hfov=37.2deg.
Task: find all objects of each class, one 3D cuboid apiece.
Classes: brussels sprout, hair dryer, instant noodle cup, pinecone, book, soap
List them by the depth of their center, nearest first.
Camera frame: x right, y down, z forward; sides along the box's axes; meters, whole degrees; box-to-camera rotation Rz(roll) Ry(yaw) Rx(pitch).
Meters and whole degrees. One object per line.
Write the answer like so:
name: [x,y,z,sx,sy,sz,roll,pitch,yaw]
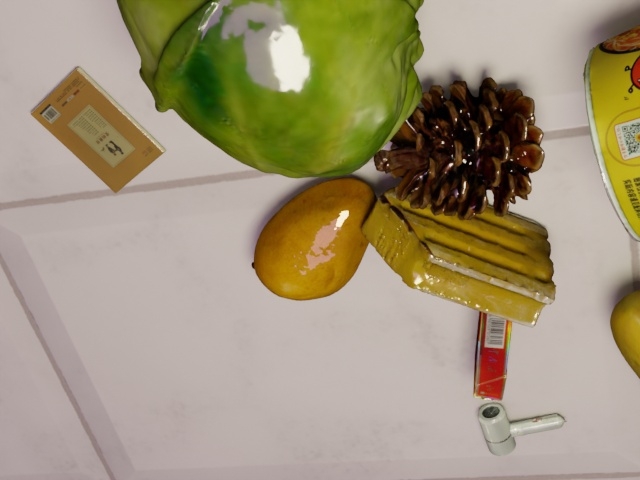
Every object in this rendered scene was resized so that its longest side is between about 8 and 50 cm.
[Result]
brussels sprout: [-0.057,-0.254,1.055,0.343,0.361,0.425,-10,121,13]
instant noodle cup: [0.463,-0.141,1.076,0.254,0.325,0.325,-13,121,32]
pinecone: [0.173,-0.113,1.227,0.212,0.168,0.185,-7,109,1]
soap: [0.186,0.009,1.300,0.258,0.160,0.080,19,129,-8]
book: [-0.327,-0.159,1.394,0.118,0.012,0.172,-34,112,29]
hair dryer: [0.334,0.302,1.561,0.137,0.047,0.082,-13,120,13]

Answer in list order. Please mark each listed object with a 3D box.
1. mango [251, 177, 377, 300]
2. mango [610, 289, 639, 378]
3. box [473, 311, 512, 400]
mango: [0.000,0.000,1.381,0.147,0.109,0.227,46,116,-4]
mango: [0.538,0.192,1.351,0.331,0.195,0.142,45,101,-2]
box: [0.259,0.138,1.418,0.048,0.112,0.175,4,126,8]
